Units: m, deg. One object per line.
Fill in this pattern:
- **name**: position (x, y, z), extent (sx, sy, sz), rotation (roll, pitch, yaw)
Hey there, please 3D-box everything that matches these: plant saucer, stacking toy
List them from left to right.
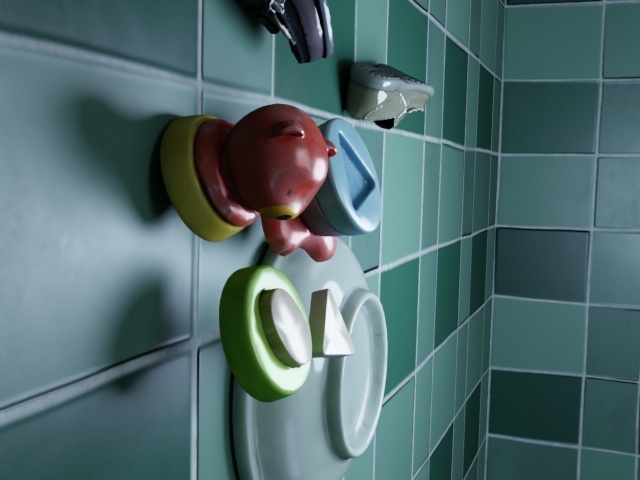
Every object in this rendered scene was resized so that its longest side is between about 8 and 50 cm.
- **stacking toy**: position (0.000, 0.000, 0.822), extent (0.309, 0.130, 0.279), rotation (-8, 83, -66)
- **plant saucer**: position (0.013, 0.169, 1.065), extent (0.400, 0.101, 0.400), rotation (4, 90, -70)

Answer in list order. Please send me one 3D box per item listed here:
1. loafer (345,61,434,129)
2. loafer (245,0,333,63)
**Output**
- **loafer**: position (0.101, -0.225, 1.294), extent (0.251, 0.094, 0.087), rotation (-11, 128, -61)
- **loafer**: position (-0.064, -0.291, 0.825), extent (0.109, 0.095, 0.302), rotation (61, -5, 35)
